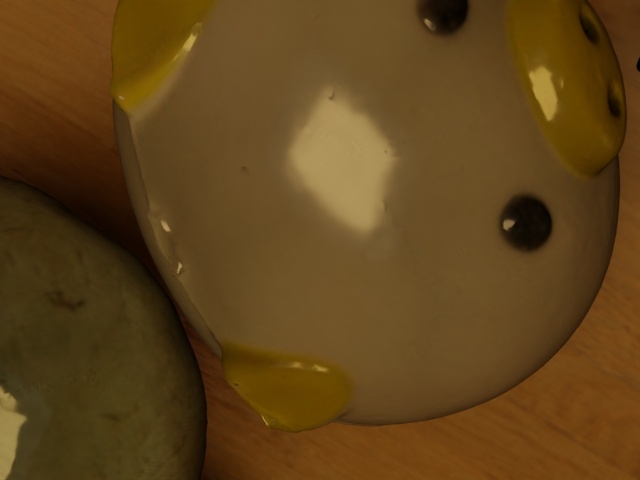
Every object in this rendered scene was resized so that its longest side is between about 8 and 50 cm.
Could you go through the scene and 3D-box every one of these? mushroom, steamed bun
[{"bbox_3d":[-0.246,0.123,1.300,0.352,0.260,0.352,1,93,20],"label":"mushroom"},{"bbox_3d":[0.033,-0.062,1.274,0.334,0.334,0.374,-22,97,14],"label":"steamed bun"}]

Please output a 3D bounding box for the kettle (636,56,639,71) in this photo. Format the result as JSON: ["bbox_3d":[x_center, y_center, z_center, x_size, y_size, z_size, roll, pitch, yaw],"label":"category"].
[{"bbox_3d":[0.379,-0.102,1.252,0.308,0.203,0.262,33,67,-4],"label":"kettle"}]
